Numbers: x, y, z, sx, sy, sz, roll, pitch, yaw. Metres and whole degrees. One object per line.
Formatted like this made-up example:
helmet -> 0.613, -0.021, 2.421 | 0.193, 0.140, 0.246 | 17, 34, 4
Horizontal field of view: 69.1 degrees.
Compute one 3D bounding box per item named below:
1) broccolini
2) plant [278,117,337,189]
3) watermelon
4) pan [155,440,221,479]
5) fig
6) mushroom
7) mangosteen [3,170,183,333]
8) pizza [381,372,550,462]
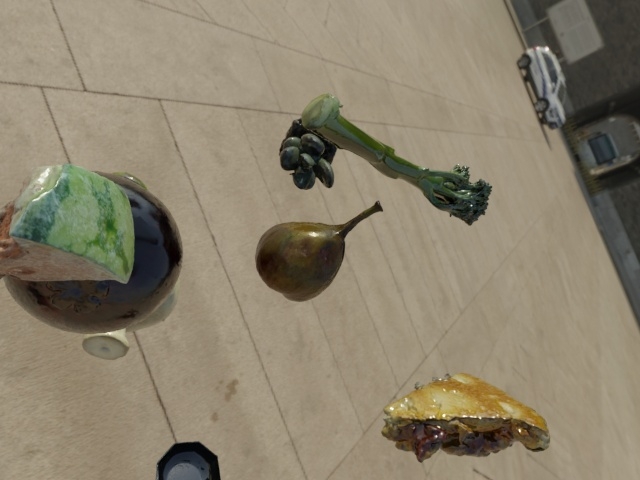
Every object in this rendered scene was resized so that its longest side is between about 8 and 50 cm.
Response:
broccolini -> 0.126, -0.094, 0.584 | 0.392, 0.074, 0.078 | 14, 29, -53
plant -> -0.032, -0.212, 1.139 | 0.274, 0.147, 0.149 | -84, -176, -60
watermelon -> -0.240, -0.007, 0.427 | 0.121, 0.158, 0.097 | 24, 52, -48
pan -> -0.304, 0.476, 0.927 | 0.202, 0.048, 0.128 | 12, 36, -32
fig -> 0.006, 0.030, 1.012 | 0.191, 0.291, 0.190 | -12, 90, -82
mushroom -> -0.529, 0.140, 1.284 | 0.315, 0.315, 0.355 | -5, 61, -56
mangosteen -> -0.418, 0.011, 0.890 | 0.306, 0.306, 0.359 | 51, 5, -23
pizza -> 0.157, 0.218, 0.545 | 0.194, 0.154, 0.069 | -2, 100, -20
